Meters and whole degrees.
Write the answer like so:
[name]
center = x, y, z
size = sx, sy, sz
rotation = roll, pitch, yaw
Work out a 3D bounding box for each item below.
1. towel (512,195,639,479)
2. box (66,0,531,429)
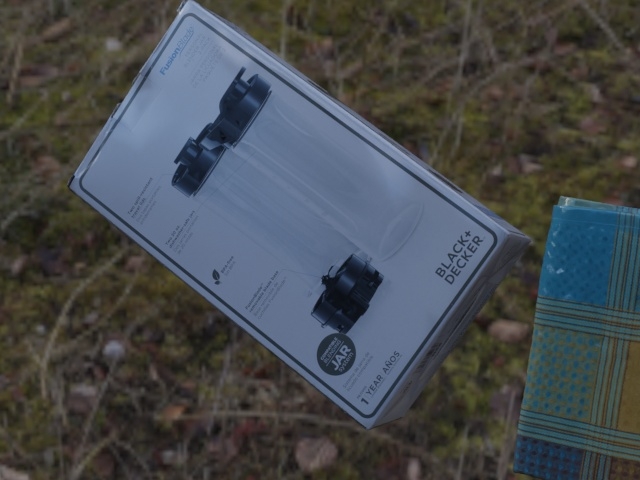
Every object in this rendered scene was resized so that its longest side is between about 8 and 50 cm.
[towel]
center = 0.389, 0.142, 1.590
size = 0.271, 0.370, 0.040
rotation = 12, 7, 32
[box]
center = -0.018, -0.022, 0.910
size = 0.290, 0.169, 0.087
rotation = 36, 10, 17
